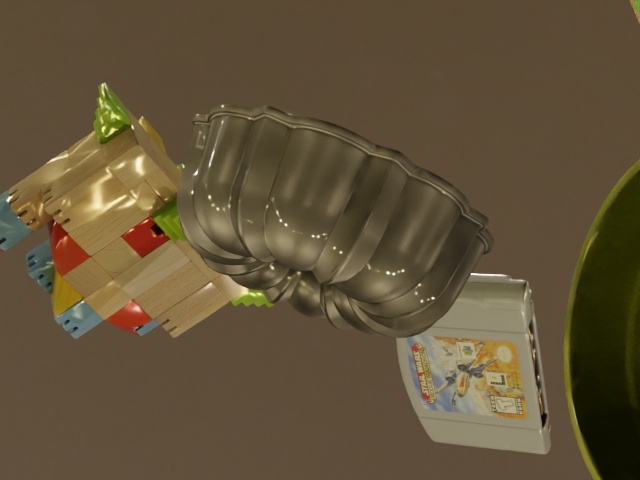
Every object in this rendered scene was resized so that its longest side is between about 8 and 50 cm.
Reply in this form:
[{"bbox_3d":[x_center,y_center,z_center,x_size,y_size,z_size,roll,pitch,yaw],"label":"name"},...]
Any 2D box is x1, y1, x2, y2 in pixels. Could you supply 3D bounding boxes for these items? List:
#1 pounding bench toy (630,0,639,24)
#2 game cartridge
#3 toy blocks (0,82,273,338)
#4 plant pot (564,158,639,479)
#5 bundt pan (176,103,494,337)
[{"bbox_3d":[0.252,-0.181,0.786,0.083,0.065,0.052,10,-133,-15],"label":"pounding bench toy"},{"bbox_3d":[0.210,0.176,1.507,0.198,0.297,0.062,-1,-146,22],"label":"game cartridge"},{"bbox_3d":[-0.274,0.015,1.444,0.261,0.381,0.191,-34,-141,5],"label":"toy blocks"},{"bbox_3d":[0.481,0.106,1.023,0.353,0.366,0.366,8,-136,-19],"label":"plant pot"},{"bbox_3d":[0.000,0.000,1.080,0.330,0.331,0.124,21,-105,3],"label":"bundt pan"}]
